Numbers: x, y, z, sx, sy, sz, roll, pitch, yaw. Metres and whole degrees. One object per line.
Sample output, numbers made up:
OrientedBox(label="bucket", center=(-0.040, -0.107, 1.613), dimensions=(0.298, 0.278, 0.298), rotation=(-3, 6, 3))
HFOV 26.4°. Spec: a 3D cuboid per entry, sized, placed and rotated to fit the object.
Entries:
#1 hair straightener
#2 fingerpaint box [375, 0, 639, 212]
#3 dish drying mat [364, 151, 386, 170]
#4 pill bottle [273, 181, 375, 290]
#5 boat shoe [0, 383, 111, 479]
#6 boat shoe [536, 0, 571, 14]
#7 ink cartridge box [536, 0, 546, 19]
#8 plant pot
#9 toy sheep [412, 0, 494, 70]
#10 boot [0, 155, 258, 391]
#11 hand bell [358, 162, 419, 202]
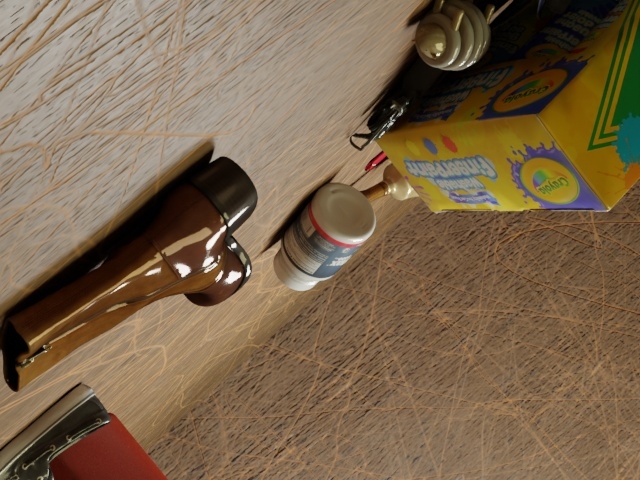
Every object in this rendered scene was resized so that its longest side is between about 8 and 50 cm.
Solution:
OrientedBox(label="hair straightener", center=(0.104, -0.194, 1.821), dimensions=(0.230, 0.047, 0.089), rotation=(-43, 176, 37))
OrientedBox(label="fingerpaint box", center=(0.325, -0.215, 1.816), dimensions=(0.371, 0.163, 0.445), rotation=(-45, -163, -15))
OrientedBox(label="dish drying mat", center=(0.108, -0.146, 2.312), dimensions=(0.083, 0.008, 0.032), rotation=(-40, 172, -31))
OrientedBox(label="pill bottle", center=(0.000, 0.000, 2.131), dimensions=(0.108, 0.108, 0.180), rotation=(-39, 173, -42))
OrientedBox(label="boat shoe", center=(-0.372, 0.290, 1.796), dimensions=(0.228, 0.076, 0.080), rotation=(-42, 174, -21))
OrientedBox(label="boat shoe", center=(0.381, -0.416, 1.793), dimensions=(0.319, 0.099, 0.116), rotation=(-42, 175, -17))
OrientedBox(label="ink cartridge box", center=(0.309, -0.365, 1.534), dimensions=(0.223, 0.045, 0.224), rotation=(8, 105, -83))
OrientedBox(label="plant pot", center=(-0.372, 0.427, 2.025), dimensions=(0.267, 0.267, 0.236), rotation=(-44, 161, 2))
OrientedBox(label="toy sheep", center=(0.159, -0.243, 1.598), dimensions=(0.132, 0.091, 0.091), rotation=(-13, 154, -42))
OrientedBox(label="boot", center=(-0.189, 0.067, 1.362), dimensions=(0.280, 0.096, 0.264), rotation=(-40, 174, -23))
OrientedBox(label="hand bell", center=(0.099, -0.087, 2.371), dimensions=(0.242, 0.126, 0.126), rotation=(-24, 164, -32))
